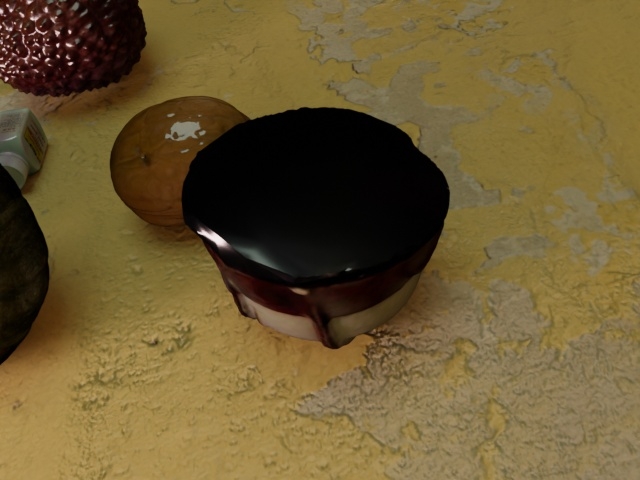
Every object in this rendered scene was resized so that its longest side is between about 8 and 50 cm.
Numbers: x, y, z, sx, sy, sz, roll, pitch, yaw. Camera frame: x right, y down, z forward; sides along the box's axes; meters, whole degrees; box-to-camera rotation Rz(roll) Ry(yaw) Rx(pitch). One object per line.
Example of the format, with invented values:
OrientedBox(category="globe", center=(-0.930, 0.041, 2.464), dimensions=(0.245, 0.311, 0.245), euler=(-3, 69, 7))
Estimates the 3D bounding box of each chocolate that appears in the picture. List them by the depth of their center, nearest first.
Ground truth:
OrientedBox(category="chocolate", center=(0.000, 0.000, 0.779), dimensions=(0.283, 0.186, 0.284), euler=(0, 42, 0))

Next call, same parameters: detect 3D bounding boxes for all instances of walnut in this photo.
OrientedBox(category="walnut", center=(-0.170, -0.103, 0.910), dimensions=(0.207, 0.167, 0.167), euler=(-14, 47, 9))

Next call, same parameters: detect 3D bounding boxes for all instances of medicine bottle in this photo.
OrientedBox(category="medicine bottle", center=(-0.457, -0.134, 1.047), dimensions=(0.054, 0.074, 0.118), euler=(-6, 48, 3))

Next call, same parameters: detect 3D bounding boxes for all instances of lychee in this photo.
OrientedBox(category="lychee", center=(-0.420, -0.349, 1.136), dimensions=(0.271, 0.271, 0.271), euler=(-5, 48, 5))

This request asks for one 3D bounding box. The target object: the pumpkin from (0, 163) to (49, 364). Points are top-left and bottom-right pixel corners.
OrientedBox(category="pumpkin", center=(-0.460, 0.021, 0.765), dimensions=(0.320, 0.321, 0.192), euler=(-11, 23, 0))
